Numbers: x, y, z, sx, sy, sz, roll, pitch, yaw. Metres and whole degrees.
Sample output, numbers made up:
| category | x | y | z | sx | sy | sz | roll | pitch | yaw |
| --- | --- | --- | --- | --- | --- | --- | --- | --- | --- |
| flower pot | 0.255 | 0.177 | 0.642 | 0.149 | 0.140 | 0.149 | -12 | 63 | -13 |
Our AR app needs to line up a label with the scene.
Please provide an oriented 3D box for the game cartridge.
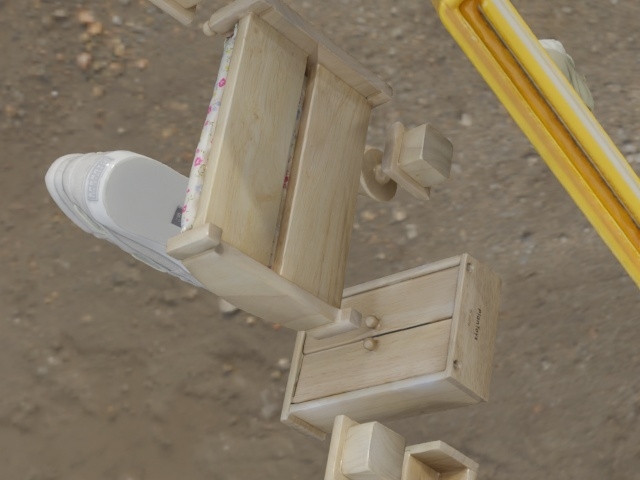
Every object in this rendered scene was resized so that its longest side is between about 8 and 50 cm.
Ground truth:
| category | x | y | z | sx | sy | sz | roll | pitch | yaw |
| --- | --- | --- | --- | --- | --- | --- | --- | --- | --- |
| game cartridge | 0.183 | -0.104 | 1.058 | 0.052 | 0.324 | 0.285 | -37 | 100 | 9 |

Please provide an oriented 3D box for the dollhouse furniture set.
| category | x | y | z | sx | sy | sz | roll | pitch | yaw |
| --- | --- | --- | --- | --- | --- | --- | --- | --- | --- |
| dollhouse furniture set | -0.054 | 0.025 | 0.893 | 0.173 | 0.355 | 0.303 | -19 | 49 | 41 |

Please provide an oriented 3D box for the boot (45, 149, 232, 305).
| category | x | y | z | sx | sy | sz | roll | pitch | yaw |
| --- | --- | --- | --- | --- | --- | --- | --- | --- | --- |
| boot | -0.128 | -0.012 | 1.187 | 0.123 | 0.258 | 0.095 | 14 | 73 | 52 |

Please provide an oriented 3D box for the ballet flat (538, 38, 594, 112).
| category | x | y | z | sx | sy | sz | roll | pitch | yaw |
| --- | --- | --- | --- | --- | --- | --- | --- | --- | --- |
| ballet flat | 0.312 | -0.230 | 1.762 | 0.086 | 0.248 | 0.086 | -6 | 76 | 25 |
